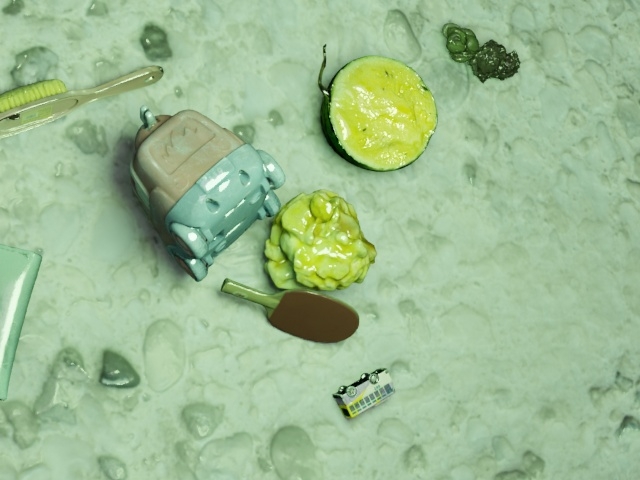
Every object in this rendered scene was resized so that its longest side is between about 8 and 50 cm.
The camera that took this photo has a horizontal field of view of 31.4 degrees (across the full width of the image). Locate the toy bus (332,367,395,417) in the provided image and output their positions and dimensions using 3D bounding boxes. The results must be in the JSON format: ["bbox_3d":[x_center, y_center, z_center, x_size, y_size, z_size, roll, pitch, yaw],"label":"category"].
[{"bbox_3d":[0.080,0.270,2.019,0.102,0.052,0.058,-27,95,-19],"label":"toy bus"}]

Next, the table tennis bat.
[{"bbox_3d":[-0.052,0.114,1.949,0.247,0.138,0.022,21,50,-14],"label":"table tennis bat"}]

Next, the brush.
[{"bbox_3d":[-0.410,-0.251,1.891,0.313,0.072,0.067,-22,79,-21],"label":"brush"}]

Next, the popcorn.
[{"bbox_3d":[-0.001,0.000,1.941,0.167,0.187,0.185,-16,105,-29],"label":"popcorn"}]

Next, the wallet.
[{"bbox_3d":[-0.607,0.104,1.789,0.291,0.054,0.251,16,75,-13],"label":"wallet"}]

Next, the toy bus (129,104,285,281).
[{"bbox_3d":[-0.205,-0.093,1.846,0.197,0.294,0.232,-43,82,-14],"label":"toy bus"}]

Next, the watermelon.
[{"bbox_3d":[0.086,-0.221,2.029,0.232,0.127,0.204,8,82,-21],"label":"watermelon"}]

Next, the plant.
[{"bbox_3d":[0.301,-0.353,2.152,0.174,0.087,0.085,24,37,-20],"label":"plant"}]
